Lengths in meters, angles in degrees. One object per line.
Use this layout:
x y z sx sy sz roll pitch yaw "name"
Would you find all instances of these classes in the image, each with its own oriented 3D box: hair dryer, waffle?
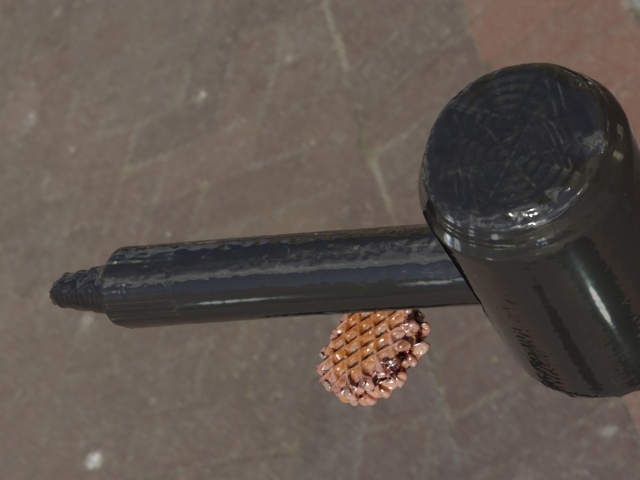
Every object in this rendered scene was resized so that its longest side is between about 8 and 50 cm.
0.001 0.001 0.541 0.248 0.114 0.070 -2 59 26 "hair dryer"
0.031 0.065 0.927 0.075 0.029 0.083 -55 29 -9 "waffle"
